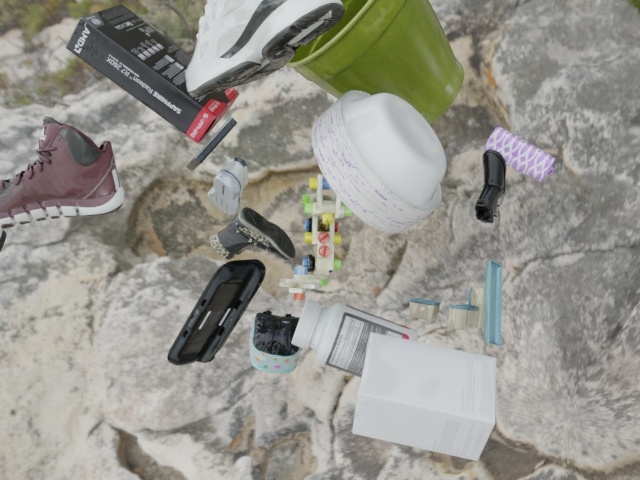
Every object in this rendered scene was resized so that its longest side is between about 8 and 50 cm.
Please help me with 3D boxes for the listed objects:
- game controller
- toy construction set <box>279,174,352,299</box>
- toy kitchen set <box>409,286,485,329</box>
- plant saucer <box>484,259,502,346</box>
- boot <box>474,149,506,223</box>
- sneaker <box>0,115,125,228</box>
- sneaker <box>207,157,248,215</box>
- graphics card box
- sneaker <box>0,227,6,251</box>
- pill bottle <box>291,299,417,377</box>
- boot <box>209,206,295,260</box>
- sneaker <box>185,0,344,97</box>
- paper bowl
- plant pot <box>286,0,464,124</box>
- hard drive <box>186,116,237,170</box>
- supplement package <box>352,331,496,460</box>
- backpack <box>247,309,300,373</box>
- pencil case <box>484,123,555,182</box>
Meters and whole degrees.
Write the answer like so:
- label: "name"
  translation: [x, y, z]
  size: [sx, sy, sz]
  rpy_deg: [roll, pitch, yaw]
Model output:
- label: "game controller"
  translation: [-0.251, 0.176, 1.489]
  size: [0.067, 0.166, 0.319]
  rpy_deg: [45, 113, 33]
- label: "toy construction set"
  translation: [0.000, 0.000, 1.592]
  size: [0.151, 0.215, 0.328]
  rpy_deg: [17, 86, -7]
- label: "toy kitchen set"
  translation: [0.382, 0.189, 1.831]
  size: [0.166, 0.207, 0.122]
  rpy_deg: [7, 88, 34]
- label: "plant saucer"
  translation: [0.397, 0.144, 1.421]
  size: [0.018, 0.067, 0.192]
  rpy_deg: [-4, 74, 39]
- label: "boot"
  translation: [0.326, -0.101, 1.196]
  size: [0.045, 0.121, 0.099]
  rpy_deg: [10, 51, 33]
- label: "sneaker"
  translation: [-0.465, -0.115, 0.987]
  size: [0.106, 0.281, 0.163]
  rpy_deg: [32, 127, 56]
- label: "sneaker"
  translation: [-0.229, -0.136, 1.605]
  size: [0.094, 0.258, 0.091]
  rpy_deg: [41, 70, -4]
- label: "graphics card box"
  translation: [-0.394, -0.411, 1.504]
  size: [0.371, 0.233, 0.094]
  rpy_deg: [36, 117, -12]
- label: "sneaker"
  translation: [-0.677, 0.063, 1.012]
  size: [0.123, 0.178, 0.296]
  rpy_deg: [3, 57, 54]
- label: "pill bottle"
  translation: [0.090, 0.275, 1.689]
  size: [0.318, 0.176, 0.176]
  rpy_deg: [20, 82, 1]
- label: "boot"
  translation: [-0.211, 0.012, 1.934]
  size: [0.178, 0.236, 0.085]
  rpy_deg: [-33, 33, 30]
- label: "sneaker"
  translation: [-0.150, -0.440, 1.126]
  size: [0.447, 0.169, 0.258]
  rpy_deg: [-14, 100, 52]
- label: "paper bowl"
  translation: [0.130, -0.168, 1.188]
  size: [0.148, 0.284, 0.284]
  rpy_deg: [-38, 62, 34]
- label: "plant pot"
  translation: [0.156, -0.453, 1.502]
  size: [0.366, 0.353, 0.367]
  rpy_deg: [-36, 32, 27]
- label: "hard drive"
  translation: [-0.254, -0.223, 1.435]
  size: [0.022, 0.094, 0.135]
  rpy_deg: [42, 69, -15]
- label: "supplement package"
  translation: [0.234, 0.353, 1.405]
  size: [0.292, 0.178, 0.175]
  rpy_deg: [11, 45, 7]
- label: "backpack"
  translation: [-0.138, 0.322, 1.877]
  size: [0.165, 0.188, 0.145]
  rpy_deg: [12, 116, -7]
- label: "pencil case"
  translation: [0.570, -0.247, 1.772]
  size: [0.206, 0.088, 0.086]
  rpy_deg: [36, 102, 17]
